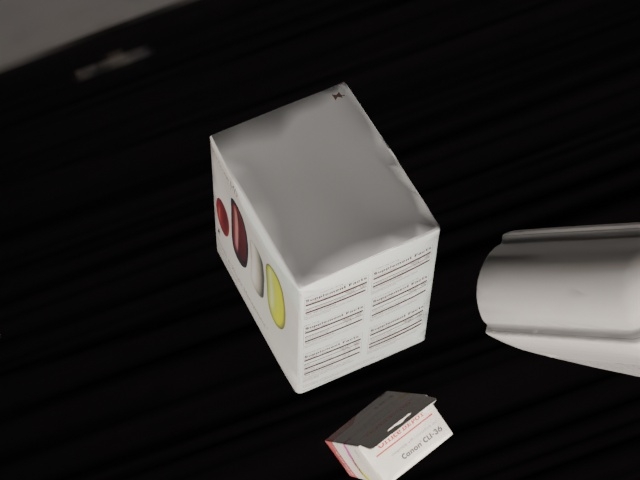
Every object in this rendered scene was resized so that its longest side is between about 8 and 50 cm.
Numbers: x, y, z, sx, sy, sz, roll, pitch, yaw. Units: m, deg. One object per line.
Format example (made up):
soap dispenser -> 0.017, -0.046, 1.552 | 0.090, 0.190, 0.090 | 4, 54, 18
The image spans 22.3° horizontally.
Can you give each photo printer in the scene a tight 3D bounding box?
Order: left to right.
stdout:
photo printer -> 0.297, 0.055, 1.250 | 0.307, 0.256, 0.107 | 176, 106, -70

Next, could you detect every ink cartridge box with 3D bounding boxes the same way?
ink cartridge box -> 0.093, 0.257, 2.118 | 0.067, 0.115, 0.198 | 55, 165, -6

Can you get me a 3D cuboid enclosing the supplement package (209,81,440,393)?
supplement package -> 0.000, 0.000, 1.572 | 0.194, 0.149, 0.203 | 59, 163, 29
